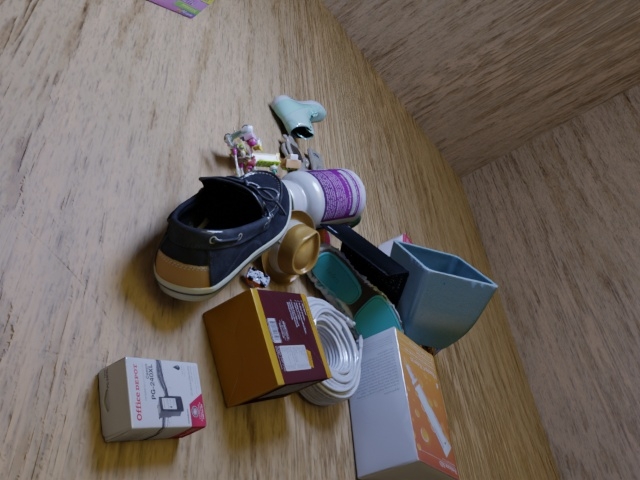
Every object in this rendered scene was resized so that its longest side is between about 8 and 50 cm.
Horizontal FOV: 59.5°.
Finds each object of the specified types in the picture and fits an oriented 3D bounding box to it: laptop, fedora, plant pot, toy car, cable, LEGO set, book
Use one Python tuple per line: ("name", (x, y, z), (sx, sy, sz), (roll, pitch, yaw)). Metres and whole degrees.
("laptop", (0.112, 0.075, 1.546), (0.234, 0.264, 0.136), (39, 54, 23))
("fedora", (-0.056, 0.023, 1.363), (0.194, 0.079, 0.194), (-19, 116, -45))
("plant pot", (0.324, 0.176, 1.681), (0.247, 0.252, 0.247), (14, 16, -20))
("toy car", (-0.151, 0.059, 1.291), (0.060, 0.040, 0.122), (17, 49, -29))
("cable", (0.000, 0.257, 1.322), (0.257, 0.089, 0.257), (46, 30, -29))
("LEGO set", (-0.158, -0.192, 1.451), (0.287, 0.132, 0.107), (24, 53, -62))
("book", (0.000, 0.000, 1.653), (0.096, 0.035, 0.144), (46, 30, -37))

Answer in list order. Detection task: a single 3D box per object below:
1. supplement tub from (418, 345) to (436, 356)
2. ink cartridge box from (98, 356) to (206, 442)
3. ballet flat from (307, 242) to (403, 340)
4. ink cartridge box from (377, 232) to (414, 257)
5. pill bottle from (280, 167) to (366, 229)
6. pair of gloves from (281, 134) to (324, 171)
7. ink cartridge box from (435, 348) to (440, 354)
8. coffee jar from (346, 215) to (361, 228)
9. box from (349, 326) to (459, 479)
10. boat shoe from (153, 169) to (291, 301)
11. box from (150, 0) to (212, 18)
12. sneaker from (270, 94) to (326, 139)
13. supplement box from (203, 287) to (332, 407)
("supplement tub", (0.281, 0.351, 1.728), (0.117, 0.117, 0.190), (64, 25, 5))
("ink cartridge box", (-0.258, 0.246, 0.868), (0.150, 0.063, 0.109), (24, 44, -54))
("ballet flat", (0.096, 0.157, 1.572), (0.409, 0.147, 0.147), (54, 26, -19))
("ink cartridge box", (0.329, 0.162, 1.996), (0.306, 0.131, 0.226), (48, 27, -23))
("pill bottle", (-0.022, -0.110, 1.533), (0.301, 0.169, 0.169), (-12, 75, -52))
("pair of gloves", (-0.041, -0.226, 1.794), (0.240, 0.042, 0.204), (19, 45, -58))
("ink cartridge box", (0.328, 0.240, 1.853), (0.311, 0.185, 0.065), (50, -3, -21))
("coffee jar", (0.054, -0.089, 1.787), (0.184, 0.079, 0.096), (3, 58, -62))
("box", (0.199, 0.434, 1.423), (0.215, 0.168, 0.345), (39, 33, -40))
("boat shoe", (-0.177, -0.060, 1.170), (0.186, 0.156, 0.500), (17, 29, 10))
("box", (-0.425, -0.766, 1.524), (0.243, 0.117, 0.213), (64, 25, 6))
("sneaker", (-0.049, -0.393, 1.881), (0.255, 0.094, 0.151), (-5, 63, -53))
("supplement box", (-0.103, 0.211, 1.122), (0.194, 0.129, 0.191), (15, 51, -58))
